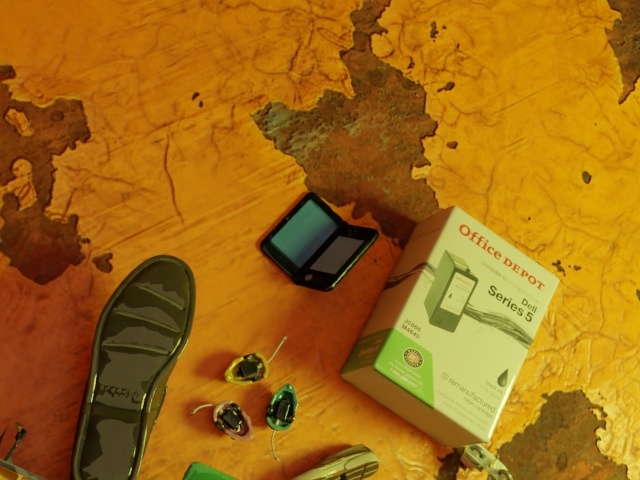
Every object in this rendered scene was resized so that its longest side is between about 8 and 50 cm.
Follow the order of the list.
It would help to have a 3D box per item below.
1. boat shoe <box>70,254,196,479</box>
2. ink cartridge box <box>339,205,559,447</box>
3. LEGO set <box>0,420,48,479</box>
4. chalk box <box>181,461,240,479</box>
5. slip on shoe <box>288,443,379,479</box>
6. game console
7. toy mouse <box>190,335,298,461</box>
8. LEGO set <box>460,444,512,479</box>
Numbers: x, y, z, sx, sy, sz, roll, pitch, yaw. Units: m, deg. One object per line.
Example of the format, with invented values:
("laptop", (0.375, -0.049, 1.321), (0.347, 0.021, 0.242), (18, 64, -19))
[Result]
("boat shoe", (-0.238, 0.166, 1.327), (0.111, 0.104, 0.307), (22, 70, -8))
("ink cartridge box", (0.183, 0.119, 1.513), (0.198, 0.115, 0.273), (34, 66, -12))
("LEGO set", (-0.362, 0.323, 1.119), (0.192, 0.331, 0.255), (27, 80, -7))
("chalk box", (-0.168, 0.406, 1.251), (0.180, 0.179, 0.289), (27, 66, -14))
("slip on shoe", (0.011, 0.303, 1.433), (0.135, 0.051, 0.041), (-17, 44, -19))
("game console", (0.000, 0.000, 1.492), (0.122, 0.107, 0.071), (-48, 126, -26))
("toy mouse", (-0.087, 0.222, 1.415), (0.161, 0.031, 0.143), (-23, 86, -27))
("LEGO set", (0.148, 0.403, 1.454), (0.287, 0.107, 0.132), (-31, 55, -23))
